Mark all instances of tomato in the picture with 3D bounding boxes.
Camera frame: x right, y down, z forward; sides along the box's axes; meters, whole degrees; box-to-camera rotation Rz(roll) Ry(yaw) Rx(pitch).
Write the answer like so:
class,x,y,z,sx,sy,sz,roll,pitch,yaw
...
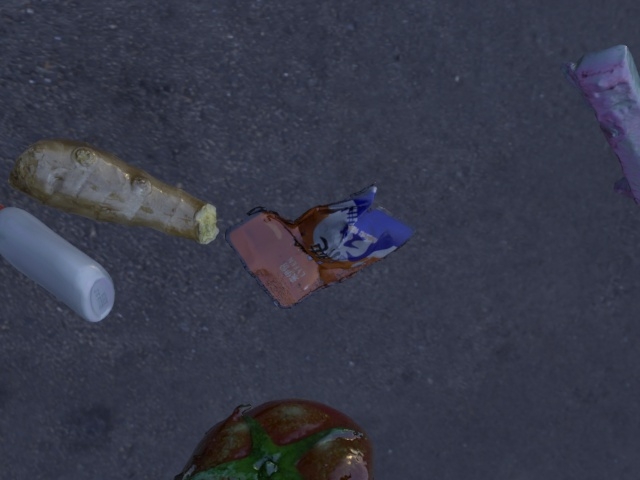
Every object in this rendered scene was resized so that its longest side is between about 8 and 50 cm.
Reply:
class,x,y,z,sx,sy,sz,roll,pitch,yaw
tomato,-0.052,0.388,1.163,0.303,0.303,0.239,-37,136,-22

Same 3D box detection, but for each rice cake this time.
class,x,y,z,sx,sy,sz,roll,pitch,yaw
rice cake,0.328,-0.107,0.867,0.290,0.081,0.051,41,62,-50

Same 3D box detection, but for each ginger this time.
class,x,y,z,sx,sy,sz,roll,pitch,yaw
ginger,-0.392,-0.065,1.510,0.375,0.236,0.166,36,45,-15

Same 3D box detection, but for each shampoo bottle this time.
class,x,y,z,sx,sy,sz,roll,pitch,yaw
shampoo bottle,-0.341,0.011,0.954,0.051,0.221,0.108,-49,162,-29

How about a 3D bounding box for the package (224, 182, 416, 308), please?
class,x,y,z,sx,sy,sz,roll,pitch,yaw
package,0.000,-0.001,0.512,0.077,0.111,0.033,40,35,-44
